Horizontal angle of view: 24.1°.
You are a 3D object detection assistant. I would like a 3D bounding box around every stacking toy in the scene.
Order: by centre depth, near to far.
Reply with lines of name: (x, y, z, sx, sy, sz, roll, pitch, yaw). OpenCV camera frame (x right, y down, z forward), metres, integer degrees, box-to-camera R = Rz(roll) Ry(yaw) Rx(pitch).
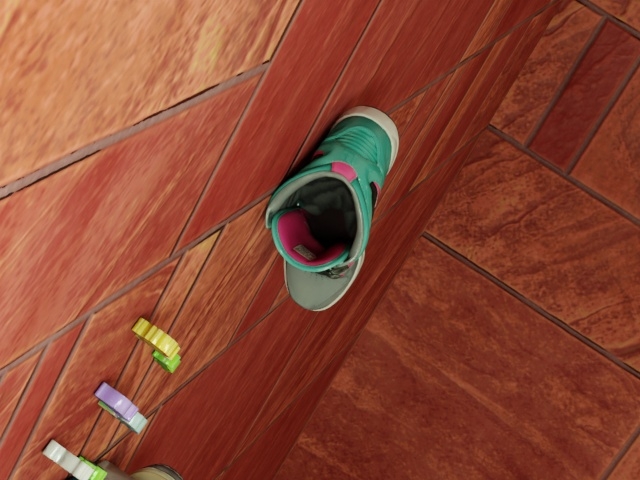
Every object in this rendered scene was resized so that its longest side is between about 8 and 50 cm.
stacking toy: (-0.204, 0.178, 1.570, 0.167, 0.052, 0.221, -54, 172, -11)

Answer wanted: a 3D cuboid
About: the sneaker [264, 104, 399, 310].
sneaker: (0.000, 0.000, 1.773, 0.178, 0.124, 0.295, -53, 164, -52)

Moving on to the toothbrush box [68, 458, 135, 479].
toothbrush box: (-0.299, 0.412, 1.656, 0.295, 0.126, 0.216, -58, 172, 9)

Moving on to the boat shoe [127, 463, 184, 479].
boat shoe: (-0.244, 0.362, 1.886, 0.285, 0.103, 0.092, -58, 177, 36)
